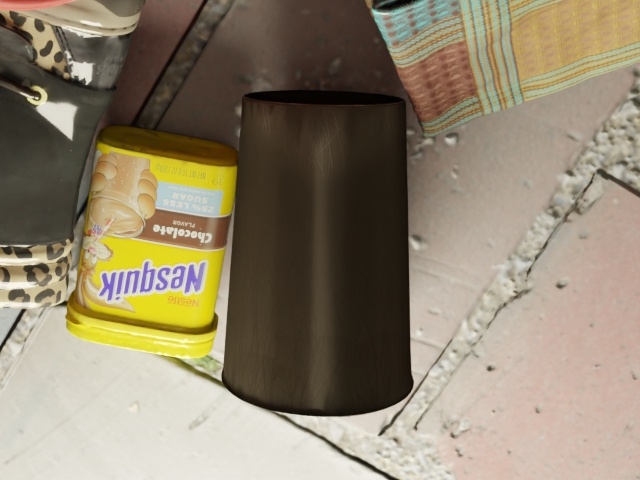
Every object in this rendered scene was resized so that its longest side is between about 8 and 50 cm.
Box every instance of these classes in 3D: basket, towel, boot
[{"bbox_3d":[0.000,0.000,1.080,0.154,0.204,0.227,1,102,-4],"label":"basket"},{"bbox_3d":[0.228,-0.184,0.985,0.370,0.271,0.040,-21,71,7],"label":"towel"},{"bbox_3d":[-0.335,-0.115,1.049,0.377,0.138,0.284,13,115,-1],"label":"boot"}]

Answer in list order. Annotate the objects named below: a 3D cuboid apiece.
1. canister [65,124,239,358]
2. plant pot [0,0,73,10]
[{"bbox_3d":[-0.136,0.000,1.129,0.126,0.073,0.170,10,109,-4],"label":"canister"},{"bbox_3d":[-0.206,-0.329,0.882,0.243,0.275,0.275,47,107,24],"label":"plant pot"}]
